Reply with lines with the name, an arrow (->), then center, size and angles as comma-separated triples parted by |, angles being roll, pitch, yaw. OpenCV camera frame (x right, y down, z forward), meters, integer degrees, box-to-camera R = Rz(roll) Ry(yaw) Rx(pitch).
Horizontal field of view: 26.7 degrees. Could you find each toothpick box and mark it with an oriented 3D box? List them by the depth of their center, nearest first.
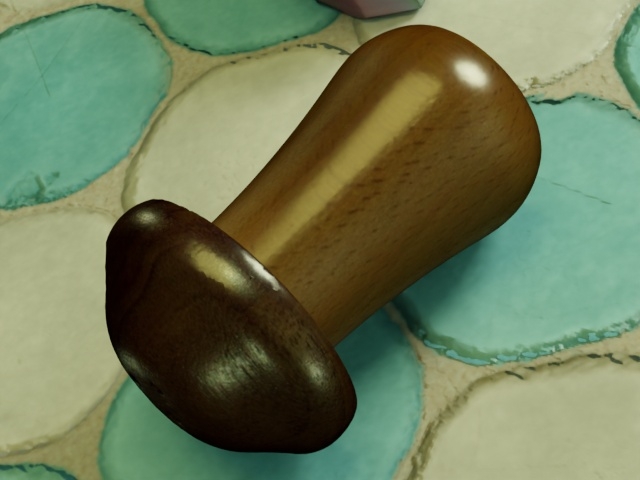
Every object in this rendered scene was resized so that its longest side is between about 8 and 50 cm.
toothpick box -> 0.000, 0.000, 0.864 | 0.192, 0.192, 0.294 | 30, 63, 34

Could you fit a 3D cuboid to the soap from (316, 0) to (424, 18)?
soap -> 0.018, -0.333, 1.148 | 0.193, 0.109, 0.324 | -9, 52, 14
